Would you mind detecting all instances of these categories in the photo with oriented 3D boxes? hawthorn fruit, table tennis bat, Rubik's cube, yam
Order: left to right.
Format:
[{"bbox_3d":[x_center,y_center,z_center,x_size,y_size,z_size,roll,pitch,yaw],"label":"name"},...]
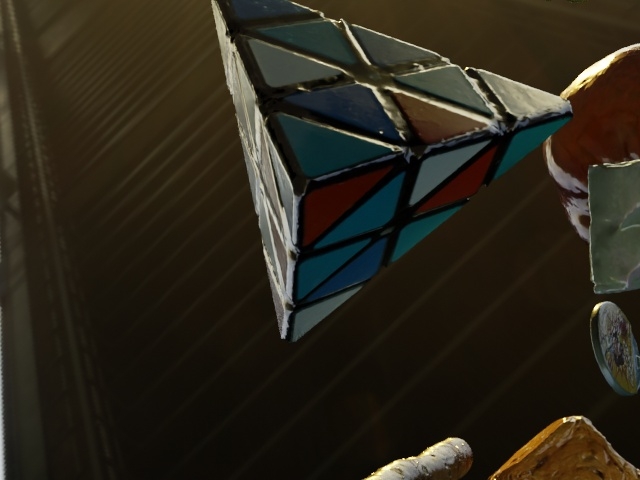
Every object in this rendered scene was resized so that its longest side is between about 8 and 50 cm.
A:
[{"bbox_3d":[0.000,0.000,0.677,0.250,0.284,0.234,-70,179,-58],"label":"Rubik's cube"},{"bbox_3d":[0.118,0.284,1.171,0.061,0.253,0.061,0,-89,31],"label":"yam"},{"bbox_3d":[0.329,0.125,1.056,0.019,0.155,0.100,-19,-128,34],"label":"table tennis bat"},{"bbox_3d":[0.342,-0.106,1.001,0.224,0.224,0.261,-23,-158,34],"label":"hawthorn fruit"}]

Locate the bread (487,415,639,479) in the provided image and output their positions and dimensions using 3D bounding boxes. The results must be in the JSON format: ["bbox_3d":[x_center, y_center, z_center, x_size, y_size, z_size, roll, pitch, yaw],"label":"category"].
[{"bbox_3d":[0.296,0.311,1.212,0.158,0.149,0.143,-44,168,-11],"label":"bread"}]

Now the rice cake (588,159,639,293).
[{"bbox_3d":[0.281,-0.018,0.641,0.226,0.085,0.040,-6,-176,-14],"label":"rice cake"}]
